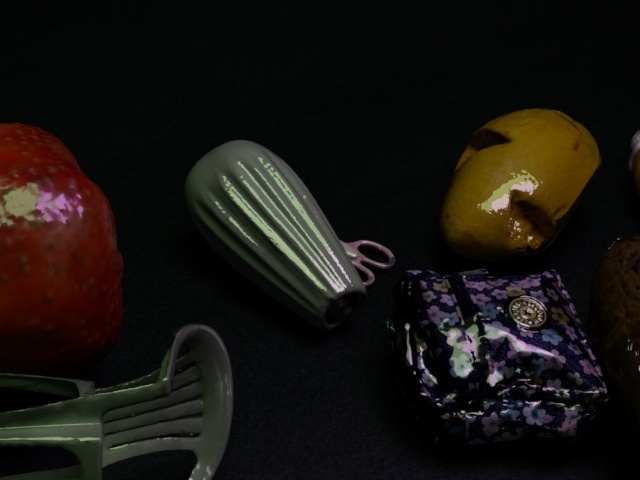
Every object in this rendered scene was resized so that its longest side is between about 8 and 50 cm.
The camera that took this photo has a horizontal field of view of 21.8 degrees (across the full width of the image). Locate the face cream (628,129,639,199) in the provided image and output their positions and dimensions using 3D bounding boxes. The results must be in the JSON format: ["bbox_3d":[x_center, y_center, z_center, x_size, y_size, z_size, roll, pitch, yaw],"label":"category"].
[{"bbox_3d":[0.468,-0.026,2.009,0.105,0.105,0.348,-5,38,-18],"label":"face cream"}]

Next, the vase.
[{"bbox_3d":[-0.046,-0.002,1.862,0.128,0.128,0.248,-21,54,-34],"label":"vase"}]

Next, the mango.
[{"bbox_3d":[0.236,-0.065,1.998,0.167,0.130,0.262,18,41,18],"label":"mango"}]

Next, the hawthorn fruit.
[{"bbox_3d":[-0.352,0.040,1.612,0.330,0.287,0.287,-19,43,-15],"label":"hawthorn fruit"}]

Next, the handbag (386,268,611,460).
[{"bbox_3d":[0.175,0.114,1.740,0.208,0.126,0.228,1,46,-13],"label":"handbag"}]

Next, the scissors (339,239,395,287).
[{"bbox_3d":[0.000,0.000,1.947,0.176,0.022,0.085,29,43,21],"label":"scissors"}]

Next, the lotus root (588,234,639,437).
[{"bbox_3d":[0.386,0.110,1.732,0.196,0.179,0.397,16,26,-13],"label":"lotus root"}]

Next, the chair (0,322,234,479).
[{"bbox_3d":[-0.206,0.188,1.502,0.275,0.203,0.190,-3,26,-8],"label":"chair"}]
